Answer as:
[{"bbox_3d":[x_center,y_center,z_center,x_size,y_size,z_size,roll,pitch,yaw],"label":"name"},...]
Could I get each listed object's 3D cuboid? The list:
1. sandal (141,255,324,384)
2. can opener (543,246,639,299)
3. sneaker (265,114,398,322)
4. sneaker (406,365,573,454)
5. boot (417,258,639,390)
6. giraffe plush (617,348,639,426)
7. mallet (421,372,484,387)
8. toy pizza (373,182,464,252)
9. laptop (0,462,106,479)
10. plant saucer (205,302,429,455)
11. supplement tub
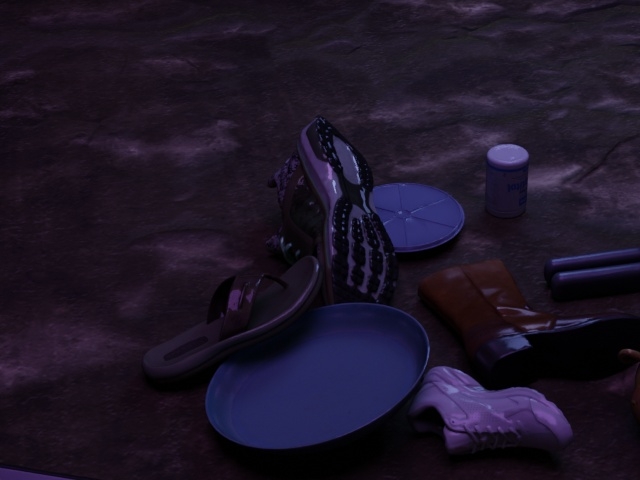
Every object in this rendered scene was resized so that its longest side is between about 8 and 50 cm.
[{"bbox_3d":[-0.126,0.103,2.022,0.303,0.086,0.120,-30,21,-14],"label":"sandal"},{"bbox_3d":[0.483,0.029,2.155,0.281,0.093,0.074,-10,35,-3],"label":"can opener"},{"bbox_3d":[0.000,0.000,2.221,0.182,0.158,0.410,-37,39,27],"label":"sneaker"},{"bbox_3d":[0.217,0.248,1.852,0.232,0.090,0.115,10,41,35],"label":"sneaker"},{"bbox_3d":[0.311,0.110,2.072,0.264,0.096,0.280,-18,28,-9],"label":"boot"},{"bbox_3d":[0.476,0.199,1.847,0.210,0.181,0.170,-39,25,-28],"label":"giraffe plush"},{"bbox_3d":[0.137,0.186,1.988,0.190,0.039,0.062,5,37,4],"label":"mallet"},{"bbox_3d":[0.136,-0.031,2.317,0.201,0.032,0.201,-2,35,1],"label":"toy pizza"},{"bbox_3d":[-0.250,0.450,1.426,0.382,0.407,0.236,7,-10,13],"label":"laptop"},{"bbox_3d":[-0.001,0.193,1.921,0.318,0.043,0.317,-15,30,8],"label":"plant saucer"},{"bbox_3d":[0.309,-0.099,2.338,0.071,0.107,0.071,-2,34,2],"label":"supplement tub"}]
